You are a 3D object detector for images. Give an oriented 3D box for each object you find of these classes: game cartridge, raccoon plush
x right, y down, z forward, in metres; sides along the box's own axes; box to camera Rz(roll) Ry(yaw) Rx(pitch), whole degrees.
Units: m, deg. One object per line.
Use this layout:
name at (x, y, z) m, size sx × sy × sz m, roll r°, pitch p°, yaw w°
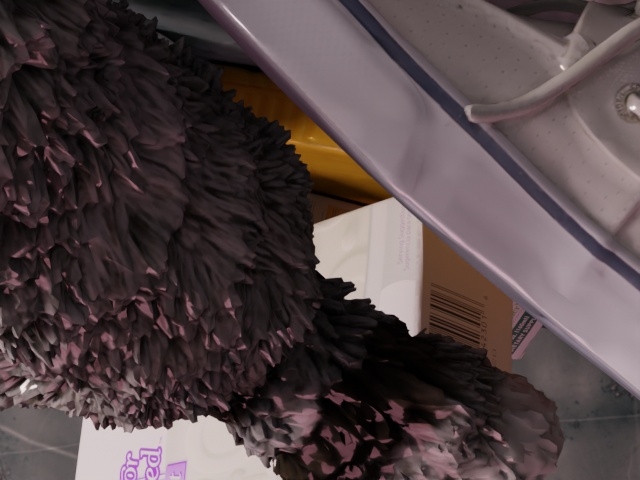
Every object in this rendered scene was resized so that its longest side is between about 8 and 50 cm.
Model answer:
game cartridge at (0.113, -0.042, 0.987) m, size 0.324 × 0.052 × 0.285 m, roll 12°, pitch 176°, yaw 13°
raccoon plush at (-0.047, -0.019, 0.630) m, size 0.446 × 0.216 × 0.299 m, roll 14°, pitch 170°, yaw -13°

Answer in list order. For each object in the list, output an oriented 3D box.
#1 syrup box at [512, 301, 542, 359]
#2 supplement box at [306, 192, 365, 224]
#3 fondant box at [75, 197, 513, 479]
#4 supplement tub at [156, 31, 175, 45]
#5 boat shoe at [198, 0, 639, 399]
syrup box at (0.069, 0.014, 1.229) m, size 0.237 × 0.093 × 0.096 m, roll 12°, pitch -144°, yaw -24°
supplement box at (0.000, 0.000, 1.108) m, size 0.098 × 0.062 × 0.036 m, roll 15°, pitch 177°, yaw -19°
fondant box at (-0.028, 0.127, 1.016) m, size 0.096 × 0.238 × 0.330 m, roll 23°, pitch 151°, yaw -38°
supplement tub at (-0.110, -0.079, 0.875) m, size 0.071 × 0.071 × 0.107 m, roll 11°, pitch 175°, yaw -9°
boat shoe at (0.124, -0.036, 0.557) m, size 0.367 × 0.156 × 0.136 m, roll 39°, pitch -179°, yaw 3°
